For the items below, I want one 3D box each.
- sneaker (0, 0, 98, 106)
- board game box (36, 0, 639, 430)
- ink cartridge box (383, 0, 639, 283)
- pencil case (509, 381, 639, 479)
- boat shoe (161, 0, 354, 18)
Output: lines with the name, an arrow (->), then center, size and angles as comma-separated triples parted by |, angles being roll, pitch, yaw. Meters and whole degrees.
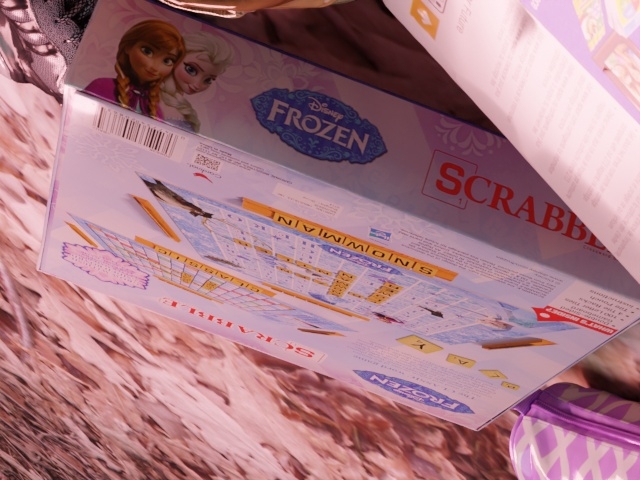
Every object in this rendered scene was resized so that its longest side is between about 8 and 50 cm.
sneaker -> -0.138, -0.143, 1.018 | 0.153, 0.101, 0.268 | 35, 164, 8
board game box -> 0.000, 0.000, 0.985 | 0.318, 0.066, 0.318 | 21, 159, -6
ink cartridge box -> 0.168, -0.027, 0.658 | 0.371, 0.069, 0.176 | 52, 160, 17
pencil case -> 0.208, 0.143, 1.034 | 0.206, 0.086, 0.088 | 10, 152, 52
boat shoe -> -0.117, -0.185, 0.790 | 0.324, 0.120, 0.123 | 18, 120, 22
